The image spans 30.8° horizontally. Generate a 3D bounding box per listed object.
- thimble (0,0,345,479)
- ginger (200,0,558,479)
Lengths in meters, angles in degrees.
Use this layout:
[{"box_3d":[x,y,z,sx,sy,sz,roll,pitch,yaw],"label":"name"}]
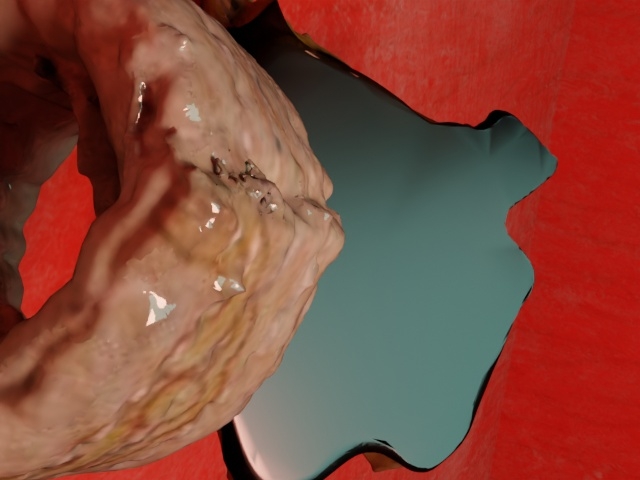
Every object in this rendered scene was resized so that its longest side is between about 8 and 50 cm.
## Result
[{"box_3d":[-0.137,-0.011,0.644,0.195,0.291,0.291,25,81,-65],"label":"thimble"},{"box_3d":[0.000,0.000,1.000,0.358,0.211,0.413,6,85,-28],"label":"ginger"}]
